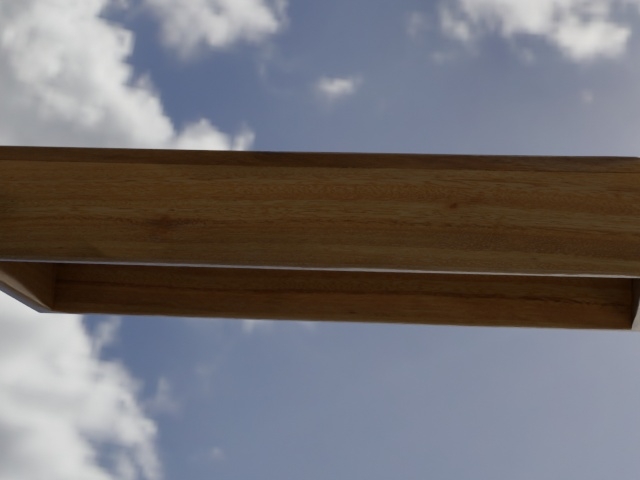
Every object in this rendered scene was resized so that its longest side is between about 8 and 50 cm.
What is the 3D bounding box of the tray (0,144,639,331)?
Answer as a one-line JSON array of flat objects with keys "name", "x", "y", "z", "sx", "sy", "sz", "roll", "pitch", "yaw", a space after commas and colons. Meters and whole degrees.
[{"name": "tray", "x": 0.000, "y": 0.000, "z": 1.082, "sx": 0.410, "sy": 0.076, "sz": 0.203, "roll": 1, "pitch": -12, "yaw": 8}]
